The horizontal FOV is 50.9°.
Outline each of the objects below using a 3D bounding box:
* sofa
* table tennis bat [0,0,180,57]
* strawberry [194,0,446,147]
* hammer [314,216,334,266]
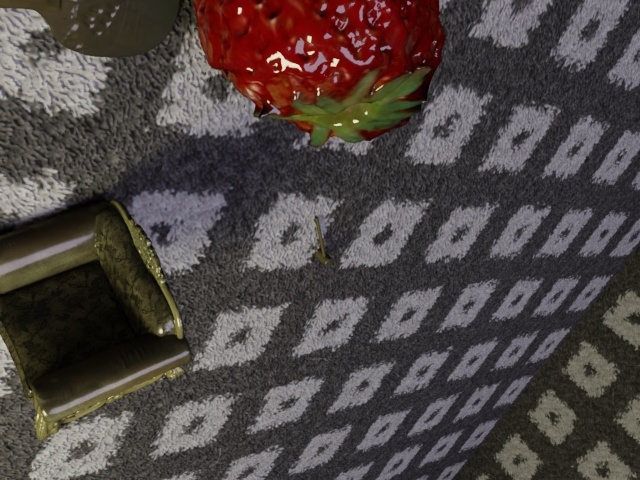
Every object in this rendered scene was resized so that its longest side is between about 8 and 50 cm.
[{"bbox_3d":[-0.300,0.084,0.830,0.200,0.258,0.182,-22,154,-24],"label":"sofa"},{"bbox_3d":[-0.256,-0.257,0.713,0.235,0.022,0.131,-11,136,-40],"label":"table tennis bat"},{"bbox_3d":[-0.007,-0.276,0.751,0.292,0.309,0.292,-19,170,-3],"label":"strawberry"},{"bbox_3d":[0.000,0.000,1.222,0.019,0.035,0.110,-30,134,-18],"label":"hammer"}]
